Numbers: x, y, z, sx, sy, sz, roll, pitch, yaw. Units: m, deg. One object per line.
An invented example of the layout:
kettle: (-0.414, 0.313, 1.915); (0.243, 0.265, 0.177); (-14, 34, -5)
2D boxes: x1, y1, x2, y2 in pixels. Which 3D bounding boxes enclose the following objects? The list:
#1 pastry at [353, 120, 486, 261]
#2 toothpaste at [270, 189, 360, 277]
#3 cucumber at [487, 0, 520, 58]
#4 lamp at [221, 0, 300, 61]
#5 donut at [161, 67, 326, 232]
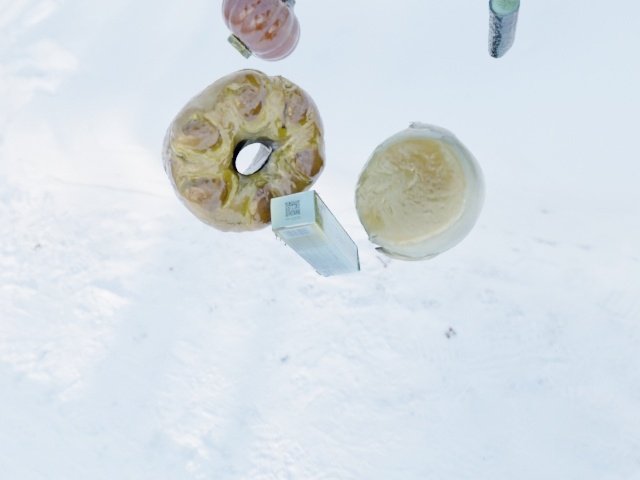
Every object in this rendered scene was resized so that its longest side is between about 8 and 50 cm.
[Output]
pastry: (0.183, -0.089, 1.068); (0.265, 0.133, 0.264); (0, 89, 26)
toothpaste: (0.000, 0.000, 1.094); (0.089, 0.313, 0.071); (-11, 68, 14)
cucumber: (0.203, -0.235, 0.637); (0.032, 0.133, 0.032); (-1, 84, 15)
lamp: (-0.152, -0.568, 1.469); (0.196, 0.223, 0.223); (-47, 43, 10)
donut: (-0.141, -0.165, 1.073); (0.150, 0.317, 0.299); (12, 101, 55)
